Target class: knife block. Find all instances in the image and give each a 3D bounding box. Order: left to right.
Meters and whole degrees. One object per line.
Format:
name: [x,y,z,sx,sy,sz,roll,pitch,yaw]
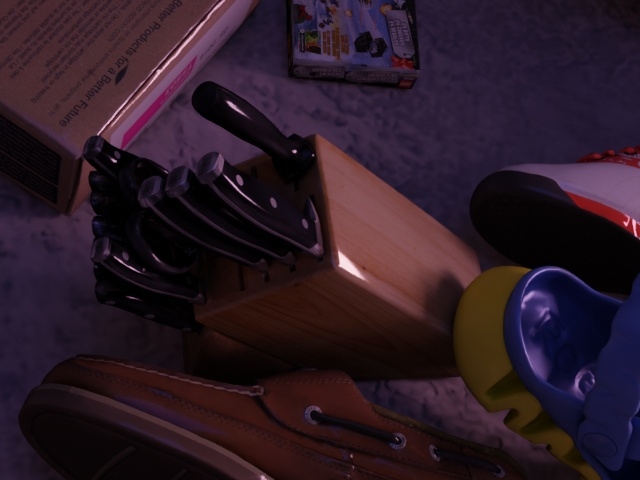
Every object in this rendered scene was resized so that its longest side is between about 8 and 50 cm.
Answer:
knife block: [0.000,0.000,0.787,0.276,0.242,0.088,0,64,-15]

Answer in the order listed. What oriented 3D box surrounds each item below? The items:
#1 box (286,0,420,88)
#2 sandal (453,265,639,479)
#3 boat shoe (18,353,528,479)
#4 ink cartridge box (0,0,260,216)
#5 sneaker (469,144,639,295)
box: [0.022,-0.178,1.013,0.094,0.027,0.137,4,62,-11]
sandal: [0.225,0.126,0.819,0.317,0.138,0.126,40,56,-13]
boat shoe: [-0.019,0.128,0.801,0.307,0.111,0.104,26,55,-12]
ink cartridge box: [-0.171,-0.162,0.917,0.193,0.088,0.234,35,59,3]
sneaker: [0.233,-0.039,0.961,0.270,0.090,0.145,15,59,-11]
